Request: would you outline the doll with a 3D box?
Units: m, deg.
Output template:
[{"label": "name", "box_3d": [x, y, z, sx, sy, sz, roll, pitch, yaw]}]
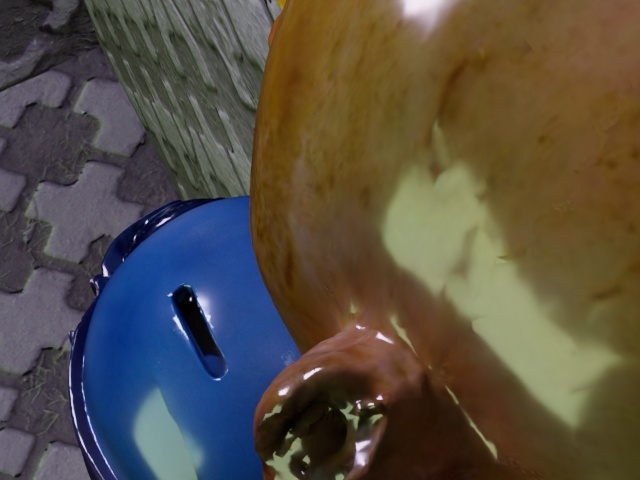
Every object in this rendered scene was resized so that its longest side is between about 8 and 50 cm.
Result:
[{"label": "doll", "box_3d": [0.011, 0.075, 1.068, 0.284, 0.310, 0.240, 60, 169, 31]}]

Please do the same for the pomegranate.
[{"label": "pomegranate", "box_3d": [0.093, -0.008, 0.455, 0.252, 0.270, 0.229, 54, 160, 20]}]

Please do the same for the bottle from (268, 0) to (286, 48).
[{"label": "bottle", "box_3d": [-0.005, -0.143, 1.378, 0.069, 0.069, 0.187, 61, 169, 26]}]
